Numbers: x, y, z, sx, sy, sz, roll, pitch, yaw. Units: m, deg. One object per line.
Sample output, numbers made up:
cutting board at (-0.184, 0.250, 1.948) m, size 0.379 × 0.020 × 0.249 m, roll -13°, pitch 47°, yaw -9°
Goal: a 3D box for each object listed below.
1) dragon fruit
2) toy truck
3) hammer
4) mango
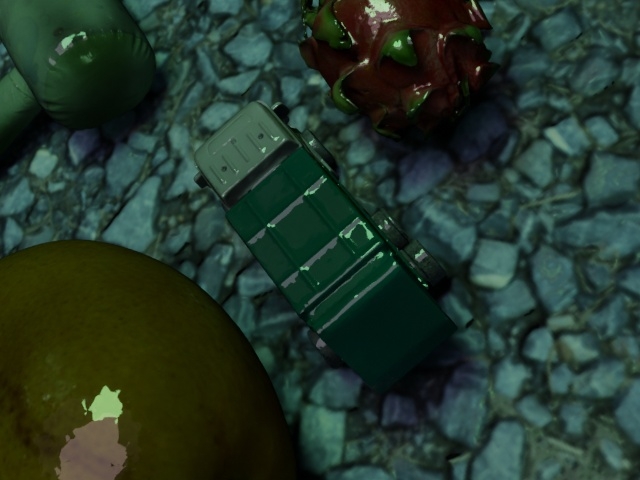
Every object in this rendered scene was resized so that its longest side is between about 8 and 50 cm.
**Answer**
dragon fruit at (0.049, -0.172, 0.874) m, size 0.137 × 0.135 × 0.236 m, roll -44°, pitch 40°, yaw 11°
toy truck at (0.000, 0.000, 0.831) m, size 0.114 × 0.124 × 0.253 m, roll -41°, pitch 60°, yaw 4°
hammer at (-0.318, -0.126, 1.051) m, size 0.335 × 0.119 × 0.206 m, roll -45°, pitch 56°, yaw 11°
mango at (-0.175, 0.136, 0.806) m, size 0.378 × 0.221 × 0.263 m, roll 34°, pitch 90°, yaw 41°
